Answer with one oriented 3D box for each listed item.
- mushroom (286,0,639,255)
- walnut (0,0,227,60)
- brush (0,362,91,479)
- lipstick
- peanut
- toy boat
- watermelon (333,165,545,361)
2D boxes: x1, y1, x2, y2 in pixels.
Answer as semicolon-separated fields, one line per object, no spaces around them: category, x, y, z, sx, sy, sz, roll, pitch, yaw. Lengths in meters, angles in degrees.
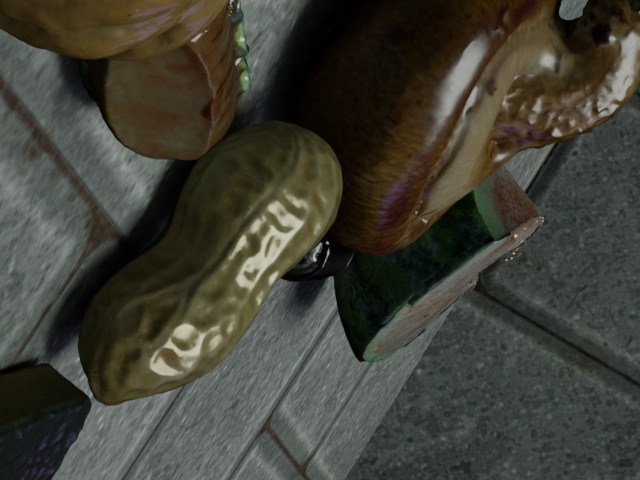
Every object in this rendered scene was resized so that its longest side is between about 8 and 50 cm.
mushroom;0.129;-0.131;1.564;0.345;0.260;0.345;-55;167;-20
walnut;-0.107;-0.157;0.803;0.166;0.167;0.149;-43;140;-52
brush;-0.245;0.164;1.246;0.123;0.059;0.197;-61;168;14
lipstick;0.000;0.000;1.795;0.081;0.081;0.300;-61;171;7
peanut;-0.089;0.014;1.386;0.298;0.120;0.136;-52;142;-26
toy boat;-0.098;-0.142;1.040;0.293;0.109;0.099;92;-3;-56
watermelon;0.105;0.029;2.002;0.305;0.180;0.224;-46;-154;39
